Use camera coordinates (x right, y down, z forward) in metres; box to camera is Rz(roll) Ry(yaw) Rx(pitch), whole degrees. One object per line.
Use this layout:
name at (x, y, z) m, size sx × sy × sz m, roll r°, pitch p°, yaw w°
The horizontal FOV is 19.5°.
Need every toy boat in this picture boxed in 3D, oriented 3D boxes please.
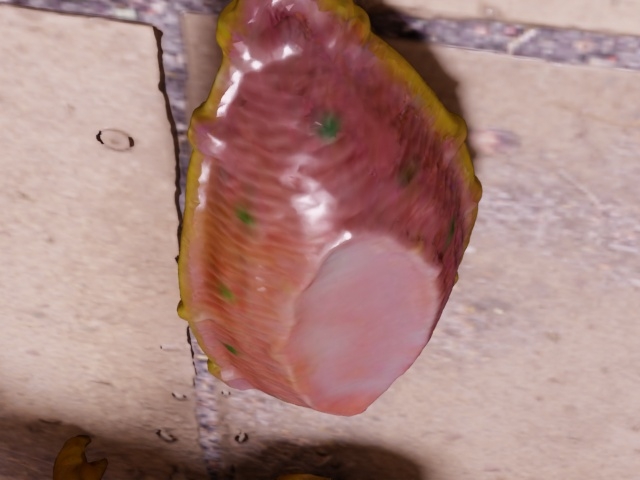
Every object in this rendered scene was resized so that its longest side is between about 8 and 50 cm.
toy boat at (0.002, 0.004, 0.819) m, size 0.141 × 0.099 × 0.318 m, roll -17°, pitch 149°, yaw -8°

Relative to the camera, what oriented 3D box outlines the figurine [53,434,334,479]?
figurine at (-0.077, 0.257, 1.097) m, size 0.387 × 0.268 × 0.401 m, roll 8°, pitch -175°, yaw -26°
